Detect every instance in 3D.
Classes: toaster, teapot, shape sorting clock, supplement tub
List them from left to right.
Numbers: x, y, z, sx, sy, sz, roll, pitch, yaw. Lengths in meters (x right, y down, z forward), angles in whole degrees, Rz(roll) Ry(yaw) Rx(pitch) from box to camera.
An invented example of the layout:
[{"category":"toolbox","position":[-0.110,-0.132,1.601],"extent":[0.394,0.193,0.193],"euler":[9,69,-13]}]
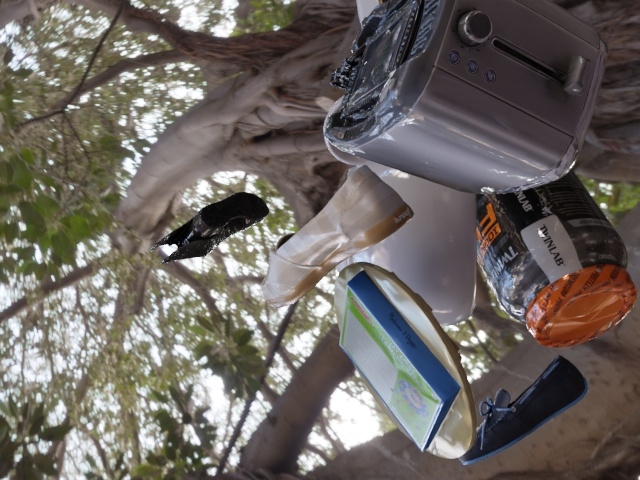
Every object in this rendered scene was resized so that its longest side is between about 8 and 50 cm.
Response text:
[{"category":"teapot","position":[0.089,-0.017,0.886],"extent":[0.187,0.252,0.256],"euler":[0,-110,8]},{"category":"shape sorting clock","position":[0.077,0.113,0.700],"extent":[0.040,0.206,0.206],"euler":[-28,-69,-20]},{"category":"toaster","position":[0.099,-0.108,0.544],"extent":[0.146,0.227,0.129],"euler":[21,-98,-14]},{"category":"supplement tub","position":[0.345,-0.012,1.171],"extent":[0.207,0.338,0.207],"euler":[-11,-41,-10]}]

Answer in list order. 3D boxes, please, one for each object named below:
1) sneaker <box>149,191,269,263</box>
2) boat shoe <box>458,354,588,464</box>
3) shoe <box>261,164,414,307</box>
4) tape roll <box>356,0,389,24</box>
[{"category":"sneaker","position":[-0.151,-0.016,1.024],"extent":[0.051,0.089,0.170],"euler":[54,-146,11]},{"category":"boat shoe","position":[0.338,0.294,1.282],"extent":[0.258,0.109,0.089],"euler":[-34,-98,0]},{"category":"shoe","position":[0.000,0.000,0.659],"extent":[0.058,0.219,0.076],"euler":[49,-129,-4]},{"category":"tape roll","position":[0.186,-0.378,1.073],"extent":[0.169,0.246,0.246],"euler":[-10,-76,-29]}]
